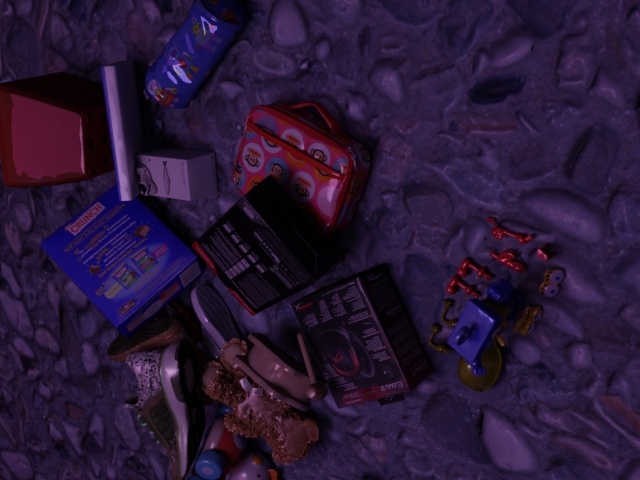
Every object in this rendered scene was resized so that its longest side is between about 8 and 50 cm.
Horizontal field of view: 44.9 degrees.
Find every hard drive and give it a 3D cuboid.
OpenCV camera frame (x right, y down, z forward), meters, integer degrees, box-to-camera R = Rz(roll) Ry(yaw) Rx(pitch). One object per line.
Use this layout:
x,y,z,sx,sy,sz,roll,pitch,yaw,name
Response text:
-0.482,-0.278,1.921,0.040,0.210,0.319,-3,107,0,hard drive

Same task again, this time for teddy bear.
-0.145,0.394,1.917,0.337,0.113,0.245,26,93,7,teddy bear

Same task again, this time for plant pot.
-0.654,-0.280,2.024,0.235,0.267,0.267,11,112,20,plant pot

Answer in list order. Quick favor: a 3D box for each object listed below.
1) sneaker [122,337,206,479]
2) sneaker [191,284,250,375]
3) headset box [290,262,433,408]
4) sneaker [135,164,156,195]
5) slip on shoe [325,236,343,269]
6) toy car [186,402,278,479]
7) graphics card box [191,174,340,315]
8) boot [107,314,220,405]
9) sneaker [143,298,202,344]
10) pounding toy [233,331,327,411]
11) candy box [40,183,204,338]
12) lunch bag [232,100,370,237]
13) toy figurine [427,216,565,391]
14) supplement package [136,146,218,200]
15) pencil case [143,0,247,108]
-0.399,0.427,1.948,0.181,0.158,0.411,3,112,10,sneaker
-0.271,0.240,1.997,0.091,0.094,0.258,-32,86,35,sneaker
0.095,0.227,1.699,0.218,0.110,0.293,-25,89,41,headset box
-0.433,-0.147,1.887,0.032,0.037,0.083,-38,79,42,sneaker
0.000,0.000,1.736,0.041,0.051,0.135,-35,84,19,slip on shoe
-0.205,0.586,2.034,0.237,0.219,0.210,24,123,-5,toy car
-0.133,0.024,1.715,0.233,0.094,0.371,50,151,-4,graphics card box
-0.388,0.335,2.010,0.236,0.089,0.270,-19,123,23,boot
-0.446,0.190,2.089,0.276,0.135,0.098,46,129,18,sneaker
-0.059,0.284,1.775,0.269,0.154,0.155,34,91,36,pounding toy
-0.507,0.045,1.991,0.317,0.268,0.122,43,162,17,candy box
-0.037,-0.170,1.668,0.293,0.120,0.258,31,118,24,lunch bag
0.280,0.157,1.464,0.191,0.217,0.363,37,124,22,toy figurine
-0.354,-0.166,1.913,0.179,0.105,0.105,9,110,35,supplement package
-0.291,-0.433,1.762,0.133,0.119,0.306,40,128,-8,pencil case
